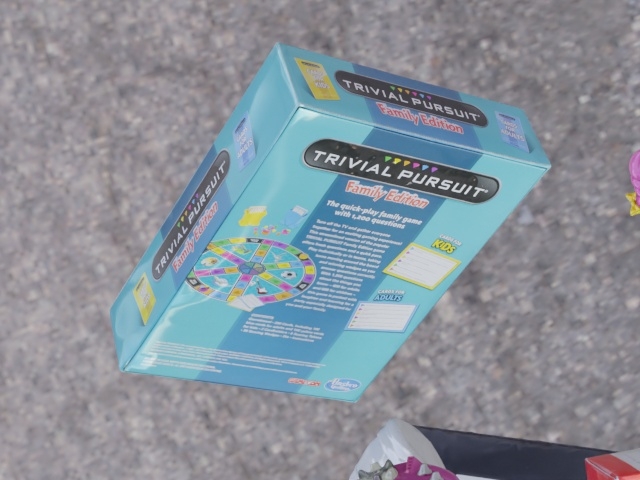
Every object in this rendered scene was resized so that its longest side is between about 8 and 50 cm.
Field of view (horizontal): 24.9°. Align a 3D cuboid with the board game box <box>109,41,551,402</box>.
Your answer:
[{"bbox_3d":[0.000,0.000,1.275,0.336,0.254,0.079,-54,39,35],"label":"board game box"}]

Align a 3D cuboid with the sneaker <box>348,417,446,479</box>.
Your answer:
[{"bbox_3d":[0.075,0.245,1.194,0.094,0.080,0.212,-46,30,14],"label":"sneaker"}]

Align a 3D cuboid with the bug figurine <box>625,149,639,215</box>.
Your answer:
[{"bbox_3d":[0.380,0.013,1.543,0.072,0.279,0.216,-16,129,10],"label":"bug figurine"}]

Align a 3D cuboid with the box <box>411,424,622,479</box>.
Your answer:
[{"bbox_3d":[0.228,0.356,1.709,0.296,0.183,0.294,6,158,15],"label":"box"}]

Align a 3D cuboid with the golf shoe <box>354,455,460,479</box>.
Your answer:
[{"bbox_3d":[-0.029,0.257,0.879,0.140,0.306,0.115,65,175,-19],"label":"golf shoe"}]

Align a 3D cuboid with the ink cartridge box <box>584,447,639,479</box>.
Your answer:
[{"bbox_3d":[0.317,0.252,1.287,0.078,0.231,0.134,-153,55,-78],"label":"ink cartridge box"}]
